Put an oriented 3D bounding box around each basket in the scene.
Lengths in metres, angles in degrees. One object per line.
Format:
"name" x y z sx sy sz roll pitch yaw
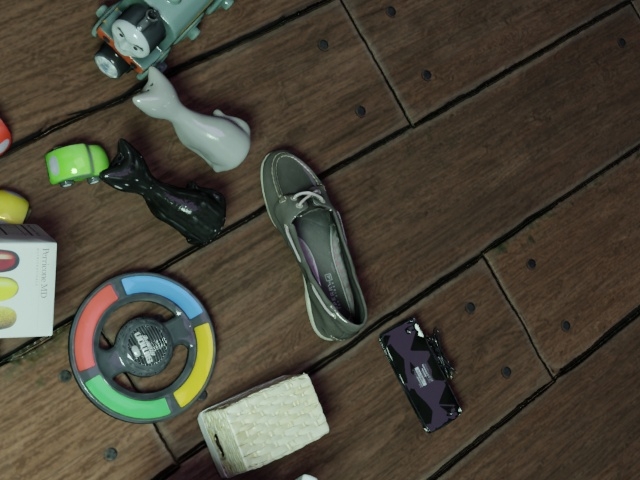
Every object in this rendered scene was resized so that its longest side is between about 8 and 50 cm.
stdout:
"basket" -0.084 0.281 1.657 0.167 0.103 0.113 -20 87 -28

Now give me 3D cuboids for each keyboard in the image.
"keyboard" 0.180 0.225 1.853 0.100 0.038 0.192 -26 92 -6

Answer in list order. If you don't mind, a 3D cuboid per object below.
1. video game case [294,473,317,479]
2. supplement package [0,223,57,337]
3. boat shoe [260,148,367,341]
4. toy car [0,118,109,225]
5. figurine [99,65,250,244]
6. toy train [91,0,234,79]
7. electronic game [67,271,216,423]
"video game case" -0.063 0.450 1.561 0.026 0.227 0.206 20 69 -5
"supplement package" -0.493 0.053 1.464 0.244 0.134 0.139 -1 103 -27
"boat shoe" 0.000 0.000 1.769 0.112 0.095 0.335 -17 87 -29
"toy car" -0.418 -0.110 1.607 0.224 0.053 0.239 -11 84 -28
"figurine" -0.223 -0.134 1.655 0.209 0.092 0.215 35 63 -38
"toy train" -0.223 -0.389 1.693 0.142 0.190 0.334 45 63 -11
"electronic game" -0.264 0.160 1.626 0.229 0.048 0.229 6 76 -26
